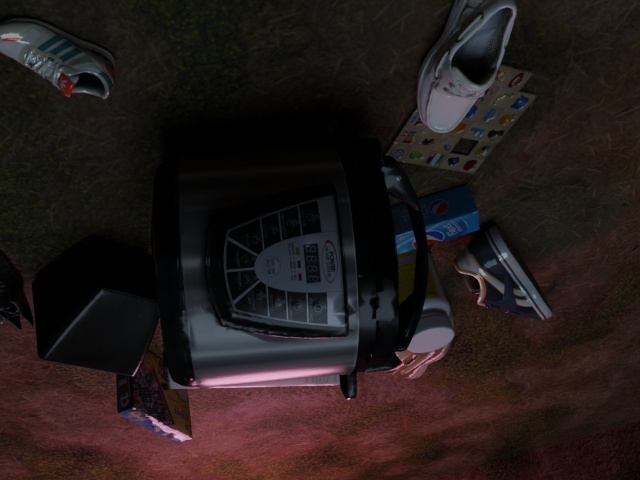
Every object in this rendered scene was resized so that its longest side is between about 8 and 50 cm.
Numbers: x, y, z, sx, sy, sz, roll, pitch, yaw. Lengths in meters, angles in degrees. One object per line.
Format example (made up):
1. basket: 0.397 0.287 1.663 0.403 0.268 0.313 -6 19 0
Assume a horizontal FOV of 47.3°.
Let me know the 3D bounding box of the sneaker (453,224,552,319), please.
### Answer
1. sneaker: 0.398 0.091 1.604 0.127 0.126 0.321 -32 131 17

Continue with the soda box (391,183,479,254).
1. soda box: 0.193 -0.034 1.401 0.210 0.071 0.067 -17 145 4

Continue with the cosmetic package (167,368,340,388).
1. cosmetic package: -0.111 0.167 1.408 0.365 0.155 0.197 2 129 -6

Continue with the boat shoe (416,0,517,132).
1. boat shoe: 0.212 -0.252 1.076 0.098 0.096 0.277 -1 141 -12

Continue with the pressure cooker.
1. pressure cooker: -0.038 0.029 1.148 0.420 0.376 0.370 -4 137 -7

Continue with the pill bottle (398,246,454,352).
1. pill bottle: 0.194 0.113 1.486 0.119 0.209 0.119 -9 144 -7

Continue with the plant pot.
1. plant pot: -0.388 0.105 1.312 0.188 0.187 0.167 20 121 -39

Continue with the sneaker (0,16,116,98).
1. sneaker: -0.340 -0.229 0.941 0.161 0.075 0.057 15 136 -35

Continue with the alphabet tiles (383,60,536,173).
1. alphabet tiles: 0.243 -0.206 1.236 0.198 0.009 0.237 6 140 -26

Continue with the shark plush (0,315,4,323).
1. shark plush: -0.661 0.148 1.357 0.161 0.067 0.073 -14 145 -1

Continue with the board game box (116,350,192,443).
1. board game box: -0.373 0.344 1.647 0.042 0.165 0.243 -22 144 11

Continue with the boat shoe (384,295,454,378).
1. boat shoe: 0.222 0.243 1.757 0.116 0.123 0.324 1 141 -18

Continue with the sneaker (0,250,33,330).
1. sneaker: -0.561 0.085 1.287 0.051 0.089 0.170 -16 145 3
